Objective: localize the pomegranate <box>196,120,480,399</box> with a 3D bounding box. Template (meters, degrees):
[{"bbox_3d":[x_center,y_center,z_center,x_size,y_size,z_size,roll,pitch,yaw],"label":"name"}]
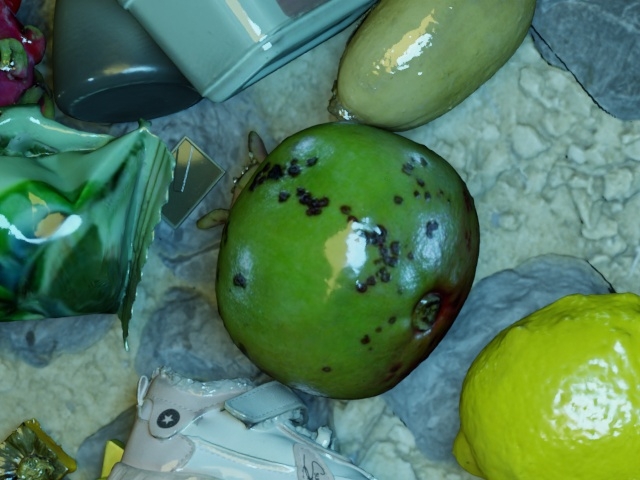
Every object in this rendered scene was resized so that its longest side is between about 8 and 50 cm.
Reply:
[{"bbox_3d":[0.001,-0.005,1.544,0.323,0.291,0.291,44,96,16],"label":"pomegranate"}]

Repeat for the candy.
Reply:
[{"bbox_3d":[-0.371,-0.003,1.580,0.398,0.172,0.263,-4,123,-22],"label":"candy"}]

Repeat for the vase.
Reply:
[{"bbox_3d":[-0.225,-0.303,1.671,0.173,0.173,0.321,-11,78,10],"label":"vase"}]

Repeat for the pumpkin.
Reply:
[{"bbox_3d":[-0.328,0.254,1.708,0.083,0.054,0.074,45,100,5],"label":"pumpkin"}]

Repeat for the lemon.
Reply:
[{"bbox_3d":[0.267,0.171,1.508,0.288,0.233,0.233,-18,84,12],"label":"lemon"}]

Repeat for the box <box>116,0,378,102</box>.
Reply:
[{"bbox_3d":[-0.060,-0.278,1.564,0.175,0.312,0.182,-35,93,44],"label":"box"}]

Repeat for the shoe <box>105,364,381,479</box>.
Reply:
[{"bbox_3d":[-0.055,0.241,1.593,0.351,0.172,0.198,10,65,-3],"label":"shoe"}]

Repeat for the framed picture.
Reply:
[{"bbox_3d":[-0.159,-0.066,1.715,0.066,0.006,0.089,42,95,11],"label":"framed picture"}]

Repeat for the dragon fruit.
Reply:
[{"bbox_3d":[-0.410,-0.158,1.689,0.218,0.198,0.273,18,115,-16],"label":"dragon fruit"}]

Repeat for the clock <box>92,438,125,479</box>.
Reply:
[{"bbox_3d":[-0.218,0.396,1.668,0.277,0.071,0.293,27,93,11],"label":"clock"}]

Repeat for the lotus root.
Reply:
[{"bbox_3d":[0.132,-0.224,1.585,0.303,0.146,0.131,-47,52,-9],"label":"lotus root"}]
